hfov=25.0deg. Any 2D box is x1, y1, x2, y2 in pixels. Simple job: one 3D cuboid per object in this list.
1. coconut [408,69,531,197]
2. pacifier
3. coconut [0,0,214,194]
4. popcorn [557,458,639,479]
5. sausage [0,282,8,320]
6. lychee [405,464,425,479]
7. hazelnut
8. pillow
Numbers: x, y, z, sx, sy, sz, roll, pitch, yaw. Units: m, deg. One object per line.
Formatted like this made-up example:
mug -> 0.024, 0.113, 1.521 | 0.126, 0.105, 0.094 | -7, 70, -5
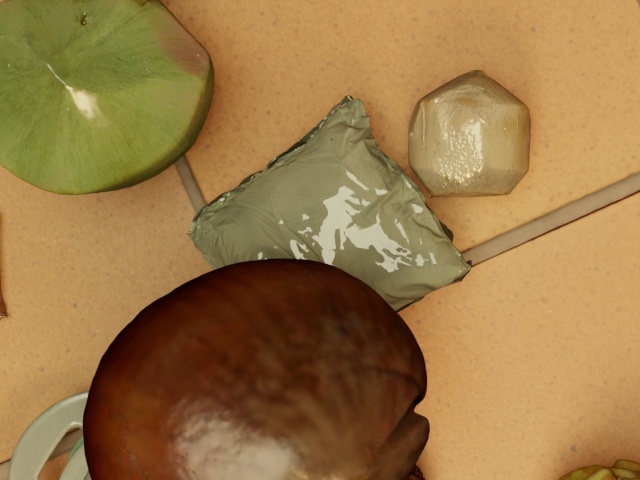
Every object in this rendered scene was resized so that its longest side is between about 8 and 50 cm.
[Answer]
coconut -> 0.190, -0.137, 1.862 | 0.161, 0.161, 0.162 | -2, 88, 9
pacifier -> -0.239, 0.315, 1.884 | 0.343, 0.269, 0.288 | 28, 70, 4
coconut -> -0.291, -0.195, 1.845 | 0.329, 0.328, 0.281 | 18, 93, 8
popcorn -> 0.408, 0.376, 1.790 | 0.286, 0.252, 0.215 | 6, 89, 18
sausage -> -0.463, 0.035, 2.020 | 0.042, 0.036, 0.157 | -6, 90, 16
lychee -> 0.060, 0.349, 1.876 | 0.188, 0.188, 0.188 | 0, 91, 8
hazelnut -> -0.064, 0.215, 1.672 | 0.409, 0.359, 0.359 | -29, 86, -16
pillow -> 0.000, 0.000, 1.898 | 0.310, 0.138, 0.283 | -33, 82, 14
